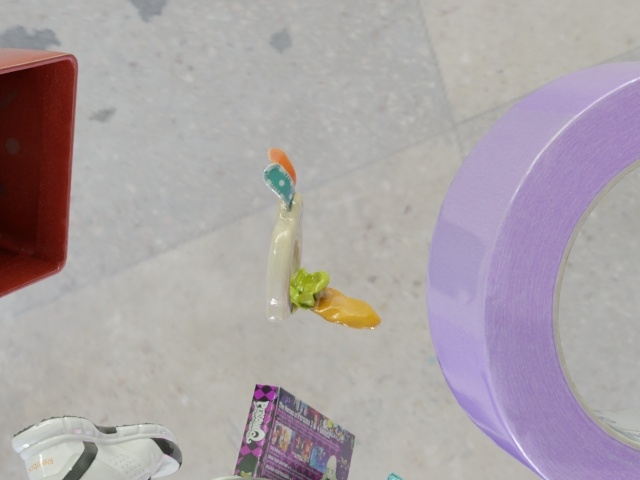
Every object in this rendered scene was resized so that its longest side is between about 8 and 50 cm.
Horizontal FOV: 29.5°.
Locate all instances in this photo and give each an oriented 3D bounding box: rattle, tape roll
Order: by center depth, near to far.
[{"bbox_3d":[0.207,0.029,0.743,0.275,0.090,0.274,-3,100,-16],"label":"tape roll"},{"bbox_3d":[0.000,0.000,1.423,0.143,0.130,0.199,10,96,22],"label":"rattle"}]

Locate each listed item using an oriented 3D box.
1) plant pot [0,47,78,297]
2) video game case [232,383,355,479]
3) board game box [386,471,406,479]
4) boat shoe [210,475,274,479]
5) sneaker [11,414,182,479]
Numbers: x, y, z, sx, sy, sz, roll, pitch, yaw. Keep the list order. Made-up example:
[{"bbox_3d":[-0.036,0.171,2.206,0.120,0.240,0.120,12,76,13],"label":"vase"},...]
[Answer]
[{"bbox_3d":[-0.450,-0.084,1.340,0.267,0.236,0.267,-30,132,-58],"label":"plant pot"},{"bbox_3d":[-0.038,0.310,1.505,0.232,0.042,0.210,42,57,-55],"label":"video game case"},{"bbox_3d":[0.181,0.481,1.512,0.253,0.336,0.079,-62,156,-9],"label":"board game box"},{"bbox_3d":[0.044,0.256,0.869,0.305,0.091,0.109,38,53,-18],"label":"boat shoe"},{"bbox_3d":[-0.101,0.110,0.570,0.040,0.043,0.109,-29,158,22],"label":"sneaker"}]
